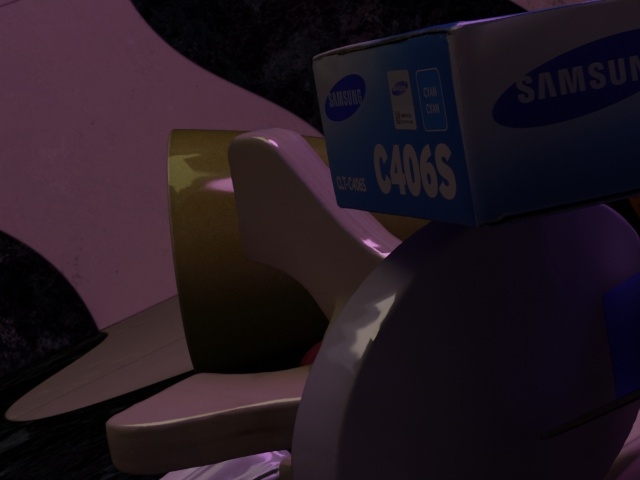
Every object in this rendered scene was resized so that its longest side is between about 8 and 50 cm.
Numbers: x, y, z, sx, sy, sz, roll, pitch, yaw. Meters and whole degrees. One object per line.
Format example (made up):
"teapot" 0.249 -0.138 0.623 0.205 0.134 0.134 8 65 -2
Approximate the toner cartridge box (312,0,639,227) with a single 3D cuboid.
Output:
"toner cartridge box" 0.187 -0.079 0.586 0.348 0.075 0.165 -12 6 -17

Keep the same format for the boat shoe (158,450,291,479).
"boat shoe" -0.085 0.188 0.808 0.184 0.066 0.063 -35 43 -25

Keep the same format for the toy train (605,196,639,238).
"toy train" 0.237 -0.071 1.137 0.190 0.142 0.334 -24 -27 15

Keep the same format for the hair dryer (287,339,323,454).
"hair dryer" -0.033 0.135 1.006 0.224 0.080 0.293 -21 5 26

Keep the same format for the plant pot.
"plant pot" 0.000 0.000 1.467 0.293 0.274 0.275 -6 6 1

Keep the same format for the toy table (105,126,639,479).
"toy table" 0.038 0.067 0.693 0.161 0.252 0.274 4 7 40

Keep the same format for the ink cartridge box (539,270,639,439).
"ink cartridge box" 0.275 -0.003 0.681 0.371 0.069 0.176 -18 -14 -39
